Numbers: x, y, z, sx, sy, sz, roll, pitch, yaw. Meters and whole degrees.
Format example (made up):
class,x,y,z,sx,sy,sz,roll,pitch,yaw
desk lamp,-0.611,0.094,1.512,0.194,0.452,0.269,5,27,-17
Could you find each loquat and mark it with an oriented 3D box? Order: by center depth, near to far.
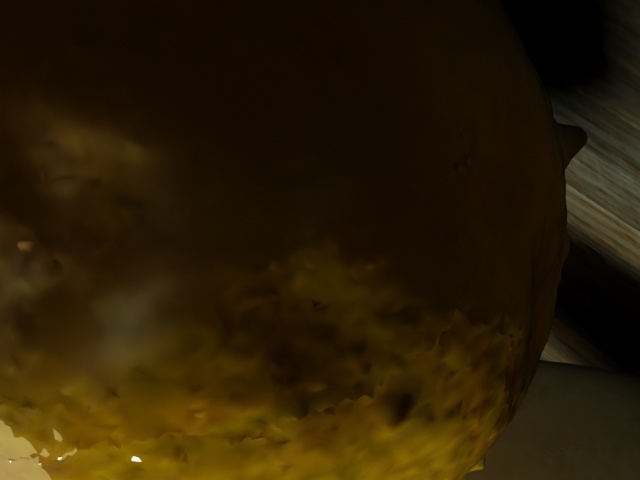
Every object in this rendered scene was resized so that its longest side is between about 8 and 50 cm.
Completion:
class,x,y,z,sx,sy,sz,roll,pitch,yaw
loquat,-0.065,-0.014,0.543,0.328,0.328,0.328,41,174,5

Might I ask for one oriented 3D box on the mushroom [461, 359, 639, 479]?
class,x,y,z,sx,sy,sz,roll,pitch,yaw
mushroom,0.143,0.238,0.841,0.362,0.294,0.362,10,155,5
